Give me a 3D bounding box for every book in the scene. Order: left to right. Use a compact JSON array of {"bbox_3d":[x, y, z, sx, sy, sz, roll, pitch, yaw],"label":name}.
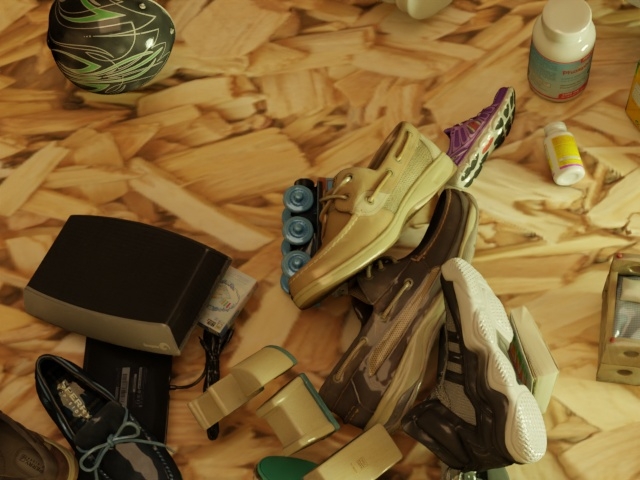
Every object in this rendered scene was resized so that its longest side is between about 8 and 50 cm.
[{"bbox_3d":[0.259,0.152,1.856,0.035,0.144,0.096,-17,64,-5],"label":"book"}]

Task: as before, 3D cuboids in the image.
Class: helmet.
[{"bbox_3d":[-0.295,-0.285,2.097,0.169,0.169,0.161,-30,50,-11],"label":"helmet"}]

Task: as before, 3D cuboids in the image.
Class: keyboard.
[{"bbox_3d":[-0.213,0.195,1.930,0.201,0.033,0.317,-2,65,9],"label":"keyboard"}]

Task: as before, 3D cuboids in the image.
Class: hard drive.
[{"bbox_3d":[-0.260,0.049,1.950,0.254,0.054,0.172,13,60,28],"label":"hard drive"}]

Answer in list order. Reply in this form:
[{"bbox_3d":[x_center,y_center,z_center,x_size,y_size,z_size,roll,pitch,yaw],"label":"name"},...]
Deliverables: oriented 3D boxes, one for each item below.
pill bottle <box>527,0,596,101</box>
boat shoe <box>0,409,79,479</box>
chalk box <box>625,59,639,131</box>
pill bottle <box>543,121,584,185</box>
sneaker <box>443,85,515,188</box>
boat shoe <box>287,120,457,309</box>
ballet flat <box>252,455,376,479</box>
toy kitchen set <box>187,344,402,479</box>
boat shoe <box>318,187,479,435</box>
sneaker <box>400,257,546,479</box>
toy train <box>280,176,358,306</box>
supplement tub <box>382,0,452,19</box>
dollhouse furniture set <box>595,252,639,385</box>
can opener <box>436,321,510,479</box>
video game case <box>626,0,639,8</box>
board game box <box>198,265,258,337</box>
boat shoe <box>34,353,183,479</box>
[{"bbox_3d":[0.333,-0.266,2.046,0.087,0.160,0.087,-2,64,3],"label":"pill bottle"},{"bbox_3d":[-0.442,0.247,1.881,0.285,0.092,0.103,22,71,17],"label":"boat shoe"},{"bbox_3d":[0.545,-0.201,2.017,0.213,0.132,0.132,-24,65,-8],"label":"chalk box"},{"bbox_3d":[0.332,-0.121,2.040,0.043,0.043,0.083,-11,64,-2],"label":"pill bottle"},{"bbox_3d":[0.212,-0.152,2.053,0.071,0.068,0.170,30,70,23],"label":"sneaker"},{"bbox_3d":[0.047,-0.035,1.908,0.110,0.121,0.341,48,46,-3],"label":"boat shoe"},{"bbox_3d":[0.030,0.330,1.821,0.241,0.077,0.091,13,35,10],"label":"ballet flat"},{"bbox_3d":[-0.035,0.235,1.832,0.122,0.166,0.207,-29,83,-41],"label":"toy kitchen set"},{"bbox_3d":[0.099,0.076,1.899,0.130,0.132,0.355,24,67,-1],"label":"boat shoe"},{"bbox_3d":[0.160,0.161,1.785,0.153,0.101,0.269,-28,65,23],"label":"sneaker"},{"bbox_3d":[0.000,0.000,1.986,0.105,0.080,0.184,1,64,-2],"label":"toy train"},{"bbox_3d":[0.089,-0.465,2.141,0.191,0.191,0.272,-42,69,-15],"label":"supplement tub"},{"bbox_3d":[0.451,0.106,1.875,0.183,0.129,0.129,6,65,7],"label":"dollhouse furniture set"},{"bbox_3d":[0.187,0.232,1.875,0.093,0.074,0.280,15,62,-28],"label":"can opener"},{"bbox_3d":[0.579,-0.345,2.027,0.300,0.036,0.329,-20,40,-26],"label":"video game case"},{"bbox_3d":[-0.143,0.071,1.953,0.090,0.020,0.090,27,67,19],"label":"board game box"},{"bbox_3d":[-0.279,0.243,1.850,0.258,0.089,0.109,35,75,23],"label":"boat shoe"}]
